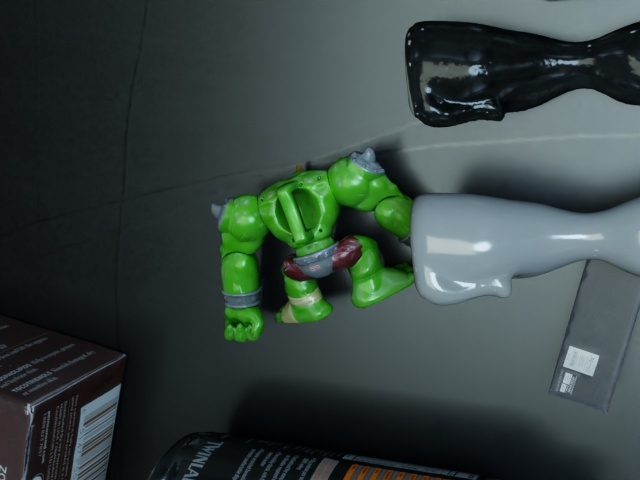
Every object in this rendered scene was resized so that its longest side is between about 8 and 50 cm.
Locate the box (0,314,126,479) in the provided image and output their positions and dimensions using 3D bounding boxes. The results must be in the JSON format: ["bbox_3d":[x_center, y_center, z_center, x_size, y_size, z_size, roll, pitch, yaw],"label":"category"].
[{"bbox_3d":[-0.303,0.168,1.016,0.203,0.167,0.168,14,104,15],"label":"box"}]

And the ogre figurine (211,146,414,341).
[{"bbox_3d":[0.000,0.000,0.929,0.197,0.097,0.118,-14,108,31],"label":"ogre figurine"}]

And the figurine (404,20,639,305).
[{"bbox_3d":[0.171,-0.060,0.840,0.209,0.092,0.215,-3,76,12],"label":"figurine"}]

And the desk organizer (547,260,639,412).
[{"bbox_3d":[0.216,0.059,0.892,0.047,0.050,0.130,17,105,15],"label":"desk organizer"}]

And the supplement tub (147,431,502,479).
[{"bbox_3d":[0.033,0.272,0.908,0.338,0.207,0.207,7,102,17],"label":"supplement tub"}]
